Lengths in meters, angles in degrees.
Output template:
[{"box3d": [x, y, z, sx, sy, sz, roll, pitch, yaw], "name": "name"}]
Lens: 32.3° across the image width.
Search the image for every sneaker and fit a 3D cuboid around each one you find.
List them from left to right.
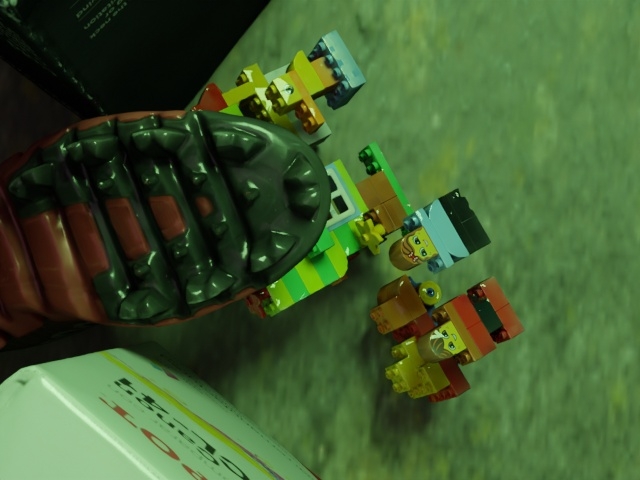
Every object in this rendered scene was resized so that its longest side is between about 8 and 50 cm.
[{"box3d": [-0.116, -0.002, 0.542, 0.276, 0.135, 0.097, -16, 94, 20], "name": "sneaker"}]

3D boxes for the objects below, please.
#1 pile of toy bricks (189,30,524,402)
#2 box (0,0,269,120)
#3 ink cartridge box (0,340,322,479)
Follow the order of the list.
[{"box3d": [0.000, 0.000, 0.565, 0.105, 0.118, 0.212, -29, 86, -24], "name": "pile of toy bricks"}, {"box3d": [-0.179, -0.225, 0.487, 0.343, 0.312, 0.179, 37, 84, 1], "name": "box"}, {"box3d": [-0.047, 0.159, 0.462, 0.226, 0.306, 0.131, 41, 85, 1], "name": "ink cartridge box"}]
